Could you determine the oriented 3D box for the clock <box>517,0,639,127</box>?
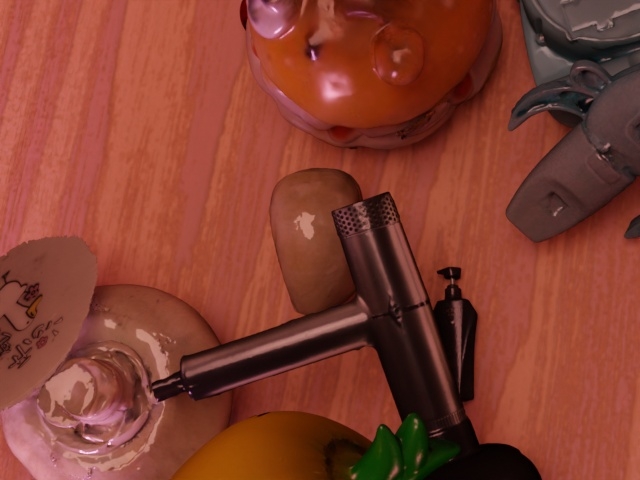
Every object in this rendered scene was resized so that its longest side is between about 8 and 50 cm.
[{"bbox_3d":[0.301,-0.264,1.435,0.224,0.094,0.274,-21,71,11],"label":"clock"}]

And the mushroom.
[{"bbox_3d":[-0.213,0.162,1.438,0.246,0.202,0.246,-1,82,9],"label":"mushroom"}]

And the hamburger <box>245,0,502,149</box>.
[{"bbox_3d":[0.051,-0.229,1.416,0.276,0.237,0.276,0,86,5],"label":"hamburger"}]

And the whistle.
[{"bbox_3d":[0.289,-0.097,1.342,0.186,0.093,0.274,41,117,-12],"label":"whistle"}]

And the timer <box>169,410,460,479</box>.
[{"bbox_3d":[0.010,0.239,1.149,0.285,0.285,0.285,-5,74,17],"label":"timer"}]

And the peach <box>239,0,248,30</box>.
[{"bbox_3d":[-0.056,-0.271,1.582,0.083,0.077,0.050,-47,63,50],"label":"peach"}]

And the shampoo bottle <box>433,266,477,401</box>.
[{"bbox_3d":[0.136,0.095,1.430,0.048,0.027,0.137,-5,74,17],"label":"shampoo bottle"}]

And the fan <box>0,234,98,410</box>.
[{"bbox_3d":[-0.360,0.054,1.517,0.233,0.012,0.415,-44,38,-5],"label":"fan"}]

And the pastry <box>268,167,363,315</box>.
[{"bbox_3d":[0.000,0.000,1.437,0.092,0.156,0.156,-4,75,11],"label":"pastry"}]

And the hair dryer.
[{"bbox_3d":[0.019,0.151,1.357,0.284,0.156,0.320,-29,86,25],"label":"hair dryer"}]
